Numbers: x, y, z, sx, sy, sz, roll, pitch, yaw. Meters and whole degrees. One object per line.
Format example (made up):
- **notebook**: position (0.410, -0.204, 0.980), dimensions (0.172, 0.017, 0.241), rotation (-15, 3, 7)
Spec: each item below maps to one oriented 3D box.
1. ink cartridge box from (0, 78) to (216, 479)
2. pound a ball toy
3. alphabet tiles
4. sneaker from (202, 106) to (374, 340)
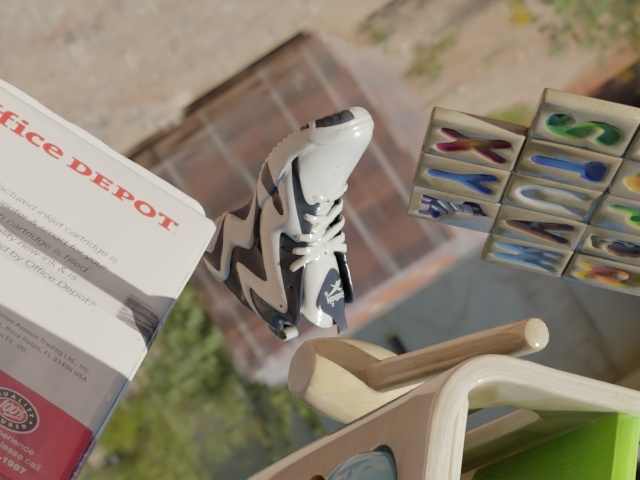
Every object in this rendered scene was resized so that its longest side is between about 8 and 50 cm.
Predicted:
- **ink cartridge box**: position (-0.206, 0.045, 1.135), dimensions (0.117, 0.207, 0.283), rotation (-55, -175, 35)
- **pound a ball toy**: position (0.030, 0.112, 0.932), dimensions (0.135, 0.208, 0.319), rotation (14, 161, -17)
- **alphabet tiles**: position (0.226, -0.010, 1.224), dimensions (0.285, 0.342, 0.011), rotation (99, 4, -71)
- **sneaker**: position (0.000, 0.000, 1.760), dimensions (0.235, 0.153, 0.094), rotation (-44, 163, 32)
